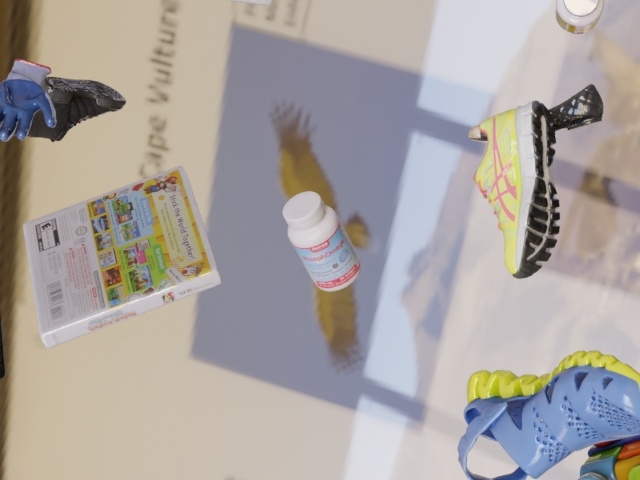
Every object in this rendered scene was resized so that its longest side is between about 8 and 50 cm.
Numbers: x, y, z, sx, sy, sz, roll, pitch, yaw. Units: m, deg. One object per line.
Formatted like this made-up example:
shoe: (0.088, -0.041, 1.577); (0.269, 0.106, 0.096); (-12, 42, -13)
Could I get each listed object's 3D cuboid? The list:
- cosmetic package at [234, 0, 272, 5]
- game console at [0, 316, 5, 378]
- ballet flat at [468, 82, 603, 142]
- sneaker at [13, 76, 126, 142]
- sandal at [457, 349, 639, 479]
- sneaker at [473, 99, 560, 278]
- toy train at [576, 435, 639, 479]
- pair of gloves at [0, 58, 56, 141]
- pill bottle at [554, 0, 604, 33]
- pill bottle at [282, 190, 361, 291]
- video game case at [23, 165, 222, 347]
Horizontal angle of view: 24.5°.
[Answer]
cosmetic package: (-0.178, -0.417, 1.852); (0.225, 0.224, 0.138); (57, 135, 42)
game console: (-0.517, 0.167, 2.205); (0.107, 0.071, 0.122); (-10, -72, -30)
ballet flat: (0.264, -0.151, 1.809); (0.057, 0.173, 0.049); (-9, -93, -66)
sneaker: (-0.346, -0.172, 1.989); (0.170, 0.051, 0.089); (4, -55, -51)
sandal: (0.265, 0.215, 1.679); (0.317, 0.126, 0.138); (-26, 29, 57)
sneaker: (0.225, -0.056, 1.733); (0.081, 0.094, 0.208); (19, -110, -55)
toy train: (0.462, 0.297, 1.985); (0.143, 0.248, 0.105); (-30, -84, -56)
pair of gloves: (-0.405, -0.175, 1.749); (0.159, 0.198, 0.023); (-80, 4, -51)
pill bottle: (0.235, -0.214, 1.340); (0.083, 0.043, 0.043); (-4, -70, -82)
pill bottle: (0.000, 0.000, 2.379); (0.160, 0.087, 0.087); (61, -139, -38)
video game case: (-0.232, 0.014, 1.690); (0.227, 0.206, 0.026); (-114, 4, -53)
